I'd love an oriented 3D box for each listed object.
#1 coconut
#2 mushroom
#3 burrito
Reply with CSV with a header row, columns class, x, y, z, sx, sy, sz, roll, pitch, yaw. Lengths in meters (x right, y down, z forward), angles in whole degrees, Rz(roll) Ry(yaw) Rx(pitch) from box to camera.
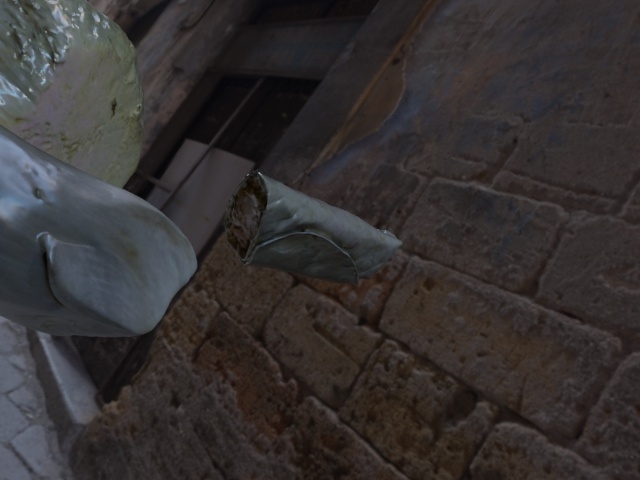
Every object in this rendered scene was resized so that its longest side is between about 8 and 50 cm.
class,x,y,z,sx,sy,sz,roll,pitch,yaw
coconut,-0.356,-0.142,0.498,0.309,0.297,0.297,30,-6,7
mushroom,-0.183,-0.017,0.312,0.247,0.108,0.096,46,13,-36
burrito,0.000,0.000,0.500,0.226,0.087,0.060,15,45,-49
